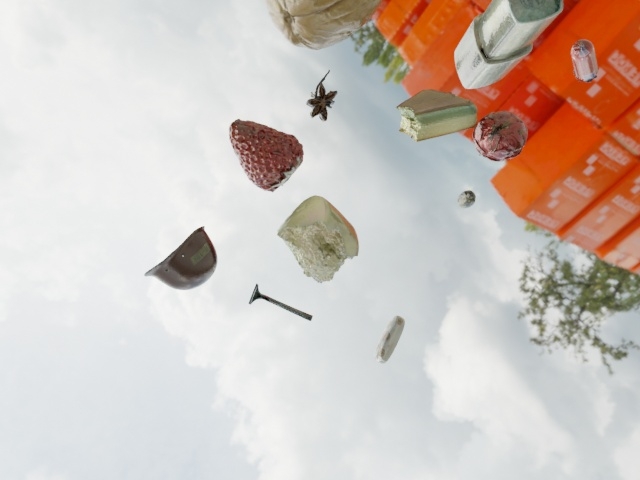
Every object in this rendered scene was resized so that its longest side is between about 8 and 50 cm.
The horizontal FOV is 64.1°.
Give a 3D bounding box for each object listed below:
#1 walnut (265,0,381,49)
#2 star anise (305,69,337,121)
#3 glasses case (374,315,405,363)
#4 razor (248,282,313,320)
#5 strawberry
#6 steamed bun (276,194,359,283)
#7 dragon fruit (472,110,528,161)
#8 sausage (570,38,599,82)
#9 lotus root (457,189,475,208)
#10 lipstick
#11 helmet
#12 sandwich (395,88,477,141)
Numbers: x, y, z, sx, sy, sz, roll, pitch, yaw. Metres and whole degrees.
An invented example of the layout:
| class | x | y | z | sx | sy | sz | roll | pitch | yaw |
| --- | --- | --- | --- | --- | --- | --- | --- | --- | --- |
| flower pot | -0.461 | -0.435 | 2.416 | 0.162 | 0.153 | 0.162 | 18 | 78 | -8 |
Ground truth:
| class | x | y | z | sx | sy | sz | roll | pitch | yaw |
| --- | --- | --- | --- | --- | --- | --- | --- | --- | --- |
| walnut | 0.014 | -0.634 | 1.295 | 0.252 | 0.277 | 0.313 | 50 | -122 | -14 |
| star anise | 0.007 | -0.503 | 1.761 | 0.097 | 0.191 | 0.070 | 26 | 173 | -21 |
| glasses case | 0.223 | 0.320 | 1.653 | 0.041 | 0.164 | 0.063 | 30 | 171 | -22 |
| razor | -0.110 | 0.188 | 1.480 | 0.190 | 0.066 | 0.033 | 22 | -175 | 8 |
| strawberry | -0.178 | -0.282 | 1.581 | 0.244 | 0.205 | 0.205 | 43 | -150 | -7 |
| steamed bun | 0.000 | 0.000 | 1.388 | 0.170 | 0.200 | 0.225 | 27 | 171 | 42 |
| dragon fruit | 0.596 | -0.343 | 1.695 | 0.172 | 0.172 | 0.209 | 45 | -179 | 9 |
| sausage | 0.517 | -0.359 | 1.007 | 0.145 | 0.048 | 0.050 | 10 | -137 | -57 |
| lotus root | 0.493 | -0.140 | 1.718 | 0.049 | 0.099 | 0.054 | -10 | -104 | -8 |
| lipstick | 0.251 | -0.284 | 0.711 | 0.253 | 0.078 | 0.078 | -32 | -73 | -85 |
| helmet | -0.297 | 0.058 | 1.149 | 0.106 | 0.155 | 0.175 | 51 | -140 | -5 |
| sandwich | 0.376 | -0.405 | 1.686 | 0.220 | 0.108 | 0.186 | 25 | -129 | 38 |
